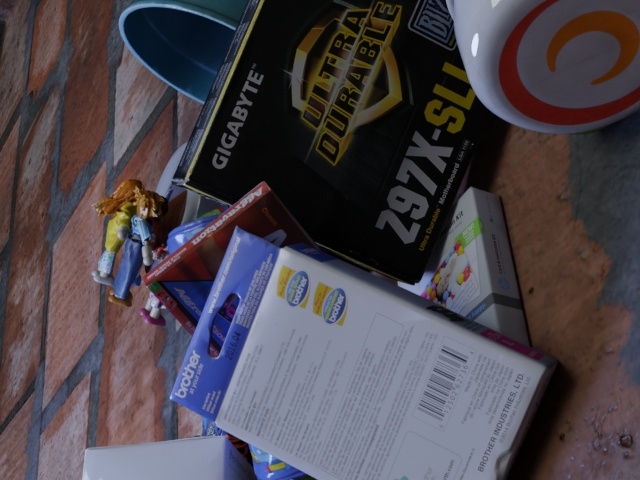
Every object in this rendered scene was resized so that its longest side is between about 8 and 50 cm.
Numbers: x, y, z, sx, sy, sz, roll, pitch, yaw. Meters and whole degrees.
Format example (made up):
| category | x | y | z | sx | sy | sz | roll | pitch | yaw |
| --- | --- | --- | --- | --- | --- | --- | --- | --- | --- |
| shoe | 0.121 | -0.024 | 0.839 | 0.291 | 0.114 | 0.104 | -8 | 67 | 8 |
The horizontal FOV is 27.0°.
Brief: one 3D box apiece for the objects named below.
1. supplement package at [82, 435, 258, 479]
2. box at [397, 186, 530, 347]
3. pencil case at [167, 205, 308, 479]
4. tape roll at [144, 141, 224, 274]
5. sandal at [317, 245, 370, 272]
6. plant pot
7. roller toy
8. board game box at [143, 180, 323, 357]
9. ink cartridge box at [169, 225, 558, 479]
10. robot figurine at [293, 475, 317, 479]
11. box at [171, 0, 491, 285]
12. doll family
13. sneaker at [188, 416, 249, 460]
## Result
| category | x | y | z | sx | sy | sz | roll | pitch | yaw |
| --- | --- | --- | --- | --- | --- | --- | --- | --- | --- |
| supplement package | -0.164 | 0.389 | 1.484 | 0.177 | 0.175 | 0.293 | 61 | -155 | -57 |
| box | 0.134 | 0.064 | 1.288 | 0.145 | 0.038 | 0.186 | -49 | 34 | 42 |
| pencil case | -0.063 | 0.104 | 1.429 | 0.133 | 0.119 | 0.306 | -52 | -58 | -87 |
| tape roll | -0.189 | -0.033 | 1.980 | 0.219 | 0.072 | 0.219 | -44 | 38 | 48 |
| sandal | 0.000 | -0.001 | 1.557 | 0.446 | 0.107 | 0.167 | 122 | 152 | -58 |
| plant pot | -0.087 | -0.330 | 1.736 | 0.271 | 0.271 | 0.255 | -14 | 50 | 62 |
| roller toy | 0.205 | -0.201 | 1.106 | 0.209 | 0.191 | 0.146 | -55 | 31 | 37 |
| board game box | -0.028 | 0.088 | 1.282 | 0.145 | 0.281 | 0.027 | -39 | 30 | 0 |
| ink cartridge box | 0.033 | 0.127 | 1.194 | 0.186 | 0.311 | 0.065 | -69 | -15 | 12 |
| robot figurine | -0.037 | 0.299 | 1.473 | 0.115 | 0.067 | 0.101 | -52 | 45 | 41 |
| box | 0.036 | -0.151 | 1.303 | 0.322 | 0.257 | 0.079 | -67 | 17 | -3 |
| doll family | -0.263 | 0.000 | 1.886 | 0.163 | 0.118 | 0.263 | -69 | 25 | 11 |
| sneaker | -0.115 | 0.259 | 1.667 | 0.221 | 0.083 | 0.087 | -61 | 41 | 39 |
